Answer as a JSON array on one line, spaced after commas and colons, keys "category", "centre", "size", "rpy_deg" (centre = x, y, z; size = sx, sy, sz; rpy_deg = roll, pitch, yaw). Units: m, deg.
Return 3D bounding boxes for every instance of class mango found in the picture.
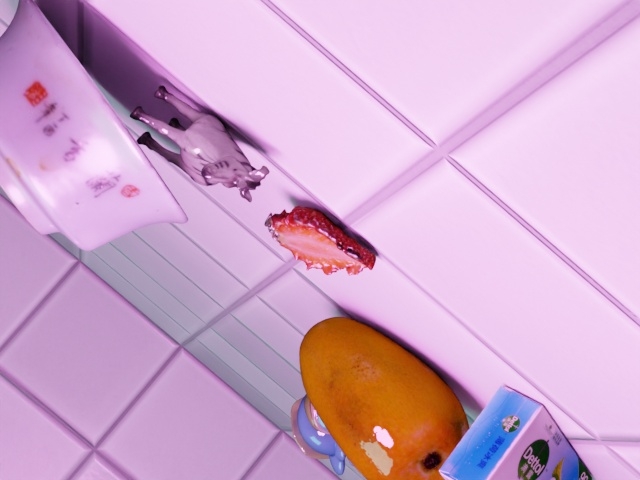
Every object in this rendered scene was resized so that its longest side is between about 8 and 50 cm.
[{"category": "mango", "centre": [0.080, 0.224, 1.778], "size": [0.317, 0.173, 0.211], "rpy_deg": [46, 178, 33]}]

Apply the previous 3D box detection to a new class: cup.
[{"category": "cup", "centre": [-0.329, -0.121, 1.563], "size": [0.347, 0.163, 0.347], "rpy_deg": [54, 175, 7]}]

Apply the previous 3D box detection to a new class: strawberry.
[{"category": "strawberry", "centre": [0.002, -0.002, 1.502], "size": [0.152, 0.048, 0.104], "rpy_deg": [19, 152, 23]}]

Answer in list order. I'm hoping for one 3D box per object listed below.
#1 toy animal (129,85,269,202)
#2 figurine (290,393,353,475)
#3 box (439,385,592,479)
[{"category": "toy animal", "centre": [-0.136, -0.103, 1.487], "size": [0.176, 0.073, 0.217], "rpy_deg": [39, 171, 4]}, {"category": "figurine", "centre": [0.030, 0.335, 2.308], "size": [0.180, 0.154, 0.262], "rpy_deg": [53, 169, -7]}, {"category": "box", "centre": [0.251, 0.297, 1.590], "size": [0.073, 0.139, 0.194], "rpy_deg": [24, 160, 46]}]
